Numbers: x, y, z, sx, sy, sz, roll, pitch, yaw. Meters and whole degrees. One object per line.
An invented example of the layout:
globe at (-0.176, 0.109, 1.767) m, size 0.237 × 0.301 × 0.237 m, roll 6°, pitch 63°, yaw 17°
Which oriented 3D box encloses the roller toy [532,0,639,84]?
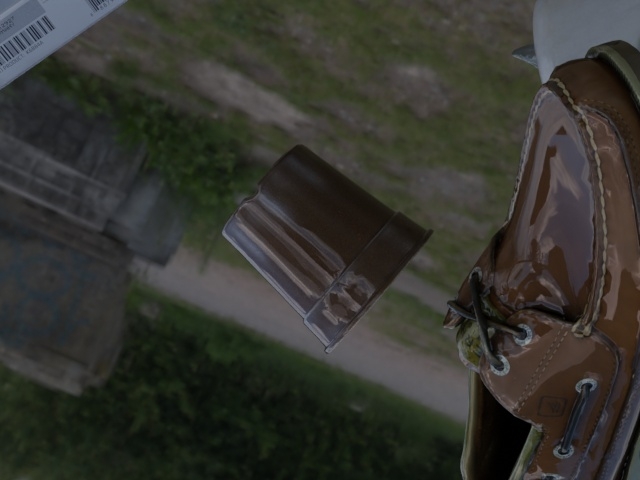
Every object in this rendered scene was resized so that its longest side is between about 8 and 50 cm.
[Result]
roller toy at (0.249, -0.112, 0.830) m, size 0.146 × 0.191 × 0.209 m, roll -18°, pitch 142°, yaw 25°

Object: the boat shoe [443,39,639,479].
boat shoe at (0.121, 0.049, 0.604) m, size 0.105 × 0.110 × 0.307 m, roll -13°, pitch 126°, yaw -6°

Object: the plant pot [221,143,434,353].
plant pot at (0.000, 0.000, 1.203) m, size 0.165 × 0.167 × 0.167 m, roll 41°, pitch 166°, yaw 3°

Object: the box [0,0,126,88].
box at (-0.167, -0.176, 0.554) m, size 0.186 × 0.145 × 0.038 m, roll 55°, pitch 179°, yaw -34°

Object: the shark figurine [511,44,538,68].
shark figurine at (0.336, -0.246, 1.278) m, size 0.166 × 0.278 × 0.116 m, roll -14°, pitch 125°, yaw 47°
